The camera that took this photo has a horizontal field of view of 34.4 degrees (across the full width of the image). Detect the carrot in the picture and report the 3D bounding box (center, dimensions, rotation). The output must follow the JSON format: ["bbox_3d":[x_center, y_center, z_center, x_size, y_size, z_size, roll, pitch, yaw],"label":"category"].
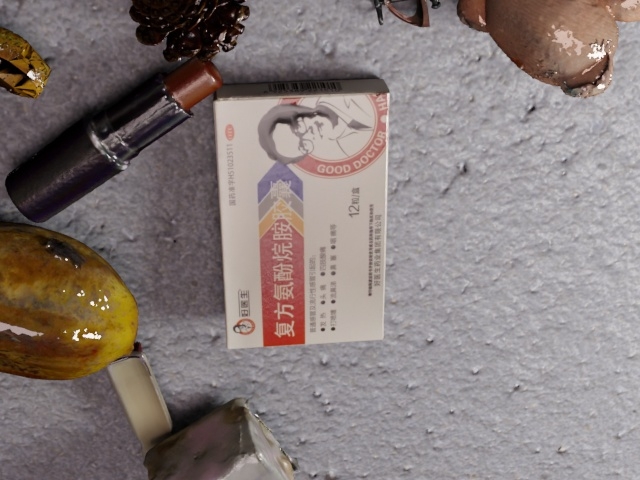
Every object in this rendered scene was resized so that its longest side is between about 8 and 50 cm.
[{"bbox_3d":[-0.411,-0.235,1.158,0.228,0.069,0.069,28,114,-21],"label":"carrot"}]

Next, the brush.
[{"bbox_3d":[-0.243,0.266,1.501,0.060,0.050,0.321,-14,130,-3],"label":"brush"}]

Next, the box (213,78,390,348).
[{"bbox_3d":[-0.022,-0.027,1.324,0.214,0.069,0.353,-3,116,-5],"label":"box"}]

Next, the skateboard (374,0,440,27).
[{"bbox_3d":[0.095,-0.311,1.188,0.080,0.067,0.151,-9,126,8],"label":"skateboard"}]

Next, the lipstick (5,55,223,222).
[{"bbox_3d":[-0.246,-0.125,1.237,0.299,0.081,0.081,-33,120,14],"label":"lipstick"}]

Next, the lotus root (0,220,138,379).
[{"bbox_3d":[-0.370,0.073,1.298,0.290,0.193,0.193,16,118,-14],"label":"lotus root"}]

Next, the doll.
[{"bbox_3d":[0.320,-0.310,1.192,0.201,0.156,0.303,42,90,15],"label":"doll"}]

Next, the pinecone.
[{"bbox_3d":[-0.143,-0.259,1.146,0.140,0.140,0.121,-37,152,14],"label":"pinecone"}]

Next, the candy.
[{"bbox_3d":[-0.135,0.349,1.488,0.195,0.137,0.185,-30,131,-1],"label":"candy"}]
